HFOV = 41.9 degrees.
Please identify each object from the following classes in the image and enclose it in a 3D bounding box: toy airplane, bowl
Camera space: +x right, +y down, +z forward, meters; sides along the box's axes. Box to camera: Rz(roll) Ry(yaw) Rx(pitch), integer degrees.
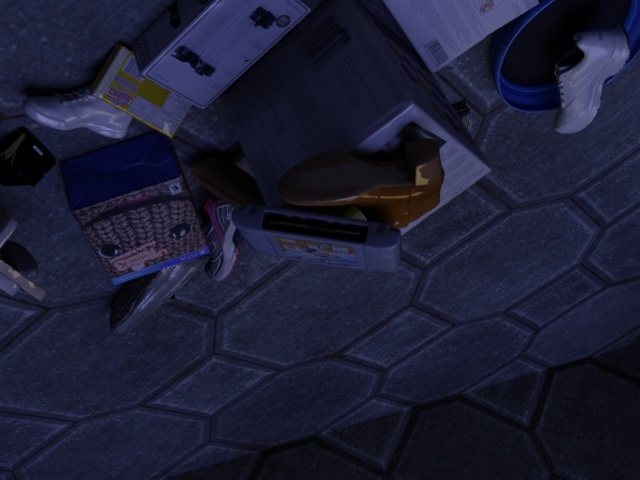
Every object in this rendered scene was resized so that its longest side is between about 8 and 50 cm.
[{"bbox_3d":[-0.688,-0.028,1.541,0.384,0.272,0.386,21,151,-7],"label":"toy airplane"},{"bbox_3d":[0.560,-0.454,1.879,0.391,0.077,0.391,-16,147,-11],"label":"bowl"}]

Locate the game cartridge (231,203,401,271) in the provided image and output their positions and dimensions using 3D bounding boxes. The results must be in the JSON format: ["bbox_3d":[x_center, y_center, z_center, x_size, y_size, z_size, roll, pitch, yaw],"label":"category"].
[{"bbox_3d":[0.000,0.000,1.529,0.297,0.062,0.198,8,162,9],"label":"game cartridge"}]

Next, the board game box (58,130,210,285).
[{"bbox_3d":[-0.389,-0.066,1.788,0.232,0.141,0.291,-19,147,-6],"label":"board game box"}]

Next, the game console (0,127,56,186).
[{"bbox_3d":[-0.601,-0.162,1.638,0.107,0.071,0.122,-51,151,-13],"label":"game console"}]

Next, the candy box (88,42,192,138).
[{"bbox_3d":[-0.331,-0.280,1.586,0.105,0.027,0.206,-56,141,5],"label":"candy box"}]

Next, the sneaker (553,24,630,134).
[{"bbox_3d":[0.578,-0.363,1.882,0.129,0.111,0.297,2,139,-9],"label":"sneaker"}]

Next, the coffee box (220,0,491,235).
[{"bbox_3d":[0.070,-0.216,1.673,0.338,0.337,0.334,-38,144,20],"label":"coffee box"}]

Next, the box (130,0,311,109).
[{"bbox_3d":[-0.182,-0.383,1.507,0.290,0.087,0.169,-39,145,22],"label":"box"}]

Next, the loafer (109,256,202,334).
[{"bbox_3d":[-0.416,0.132,2.089,0.111,0.112,0.319,23,126,-38],"label":"loafer"}]

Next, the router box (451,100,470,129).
[{"bbox_3d":[0.308,-0.272,2.021,0.092,0.038,0.122,-17,148,-9],"label":"router box"}]

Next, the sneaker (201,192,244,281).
[{"bbox_3d":[-0.239,-0.015,2.005,0.112,0.121,0.299,17,139,-6],"label":"sneaker"}]

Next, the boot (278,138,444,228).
[{"bbox_3d":[0.079,-0.074,1.483,0.295,0.104,0.211,-14,152,-3],"label":"boot"}]

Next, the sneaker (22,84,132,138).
[{"bbox_3d":[-0.445,-0.256,1.556,0.212,0.080,0.094,3,128,-45],"label":"sneaker"}]

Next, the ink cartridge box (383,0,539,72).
[{"bbox_3d":[0.268,-0.495,1.646,0.261,0.066,0.296,-32,147,13],"label":"ink cartridge box"}]

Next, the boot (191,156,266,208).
[{"bbox_3d":[-0.114,-0.093,1.833,0.236,0.269,0.089,1,120,-61],"label":"boot"}]
